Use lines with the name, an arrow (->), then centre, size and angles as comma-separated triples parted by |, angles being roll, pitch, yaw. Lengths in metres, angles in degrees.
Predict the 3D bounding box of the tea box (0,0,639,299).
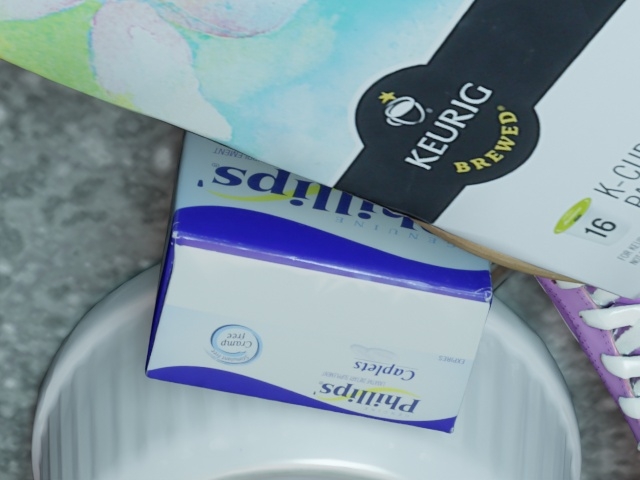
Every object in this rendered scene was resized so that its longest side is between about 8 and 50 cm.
tea box -> 0.039, -0.195, 0.446 | 0.323, 0.220, 0.329 | 21, 141, -13

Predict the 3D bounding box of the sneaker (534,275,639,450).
sneaker -> 0.165, 0.061, 0.712 | 0.102, 0.161, 0.282 | -28, 119, 21

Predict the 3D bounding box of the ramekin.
ramekin -> -0.007, 0.140, 0.789 | 0.273, 0.127, 0.273 | 0, 125, 0

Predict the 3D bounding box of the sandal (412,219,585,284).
sandal -> 0.045, -0.062, 0.630 | 0.240, 0.088, 0.079 | 23, 137, 15

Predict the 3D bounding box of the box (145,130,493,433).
box -> 0.000, 0.000, 0.683 | 0.126, 0.137, 0.072 | 11, 124, -7
